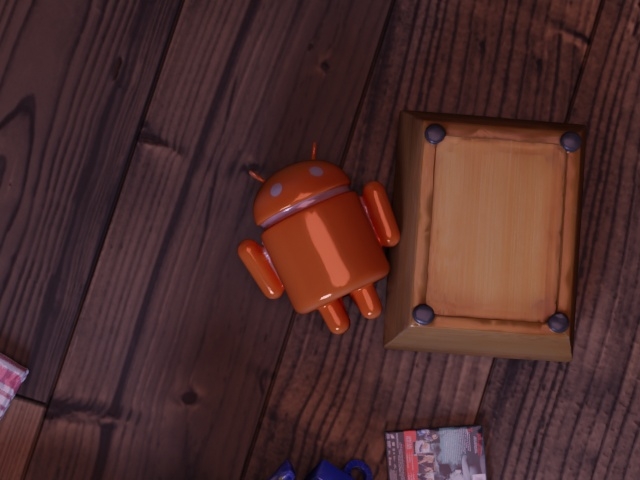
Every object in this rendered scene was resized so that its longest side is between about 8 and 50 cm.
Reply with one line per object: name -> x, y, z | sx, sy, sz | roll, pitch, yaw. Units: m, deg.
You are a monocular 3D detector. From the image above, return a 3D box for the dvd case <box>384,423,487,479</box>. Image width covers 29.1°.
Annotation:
dvd case -> 0.139, 0.268, 1.481 | 0.119, 0.013, 0.087 | -5, 85, -1

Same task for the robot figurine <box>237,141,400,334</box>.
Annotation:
robot figurine -> -0.002, 0.001, 1.444 | 0.158, 0.128, 0.219 | -28, 85, 40

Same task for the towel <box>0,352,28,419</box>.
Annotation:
towel -> -0.454, 0.207, 1.465 | 0.144, 0.029, 0.197 | 27, 82, 1

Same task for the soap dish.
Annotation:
soap dish -> 0.199, -0.009, 1.455 | 0.229, 0.118, 0.291 | 5, 84, -1

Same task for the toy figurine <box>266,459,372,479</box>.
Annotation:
toy figurine -> -0.023, 0.339, 1.435 | 0.362, 0.191, 0.217 | 31, 56, -1
